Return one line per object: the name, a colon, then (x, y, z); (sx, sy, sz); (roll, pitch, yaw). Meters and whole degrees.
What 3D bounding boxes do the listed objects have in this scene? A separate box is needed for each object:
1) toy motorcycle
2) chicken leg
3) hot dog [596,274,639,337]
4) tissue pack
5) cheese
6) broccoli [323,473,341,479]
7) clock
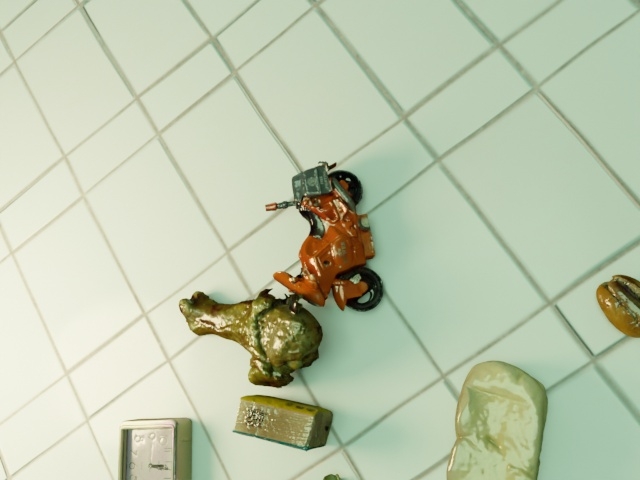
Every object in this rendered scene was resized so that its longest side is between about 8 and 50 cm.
toy motorcycle: (0.000, 0.000, 1.361); (0.221, 0.148, 0.326); (-9, 76, -6)
chicken leg: (-0.140, 0.207, 1.371); (0.361, 0.140, 0.212); (-6, 89, 40)
hot dog: (0.564, 0.126, 1.173); (0.089, 0.060, 0.140); (-34, 73, 14)
tissue pack: (-0.074, 0.362, 1.307); (0.169, 0.120, 0.082); (7, 80, 22)
cheese: (0.323, 0.354, 1.188); (0.159, 0.093, 0.263); (10, 80, 18)
broccoli: (0.048, 0.551, 1.244); (0.122, 0.118, 0.204); (-40, 49, 33)
clock: (-0.356, 0.483, 1.403); (0.146, 0.071, 0.192); (-6, 76, 18)
